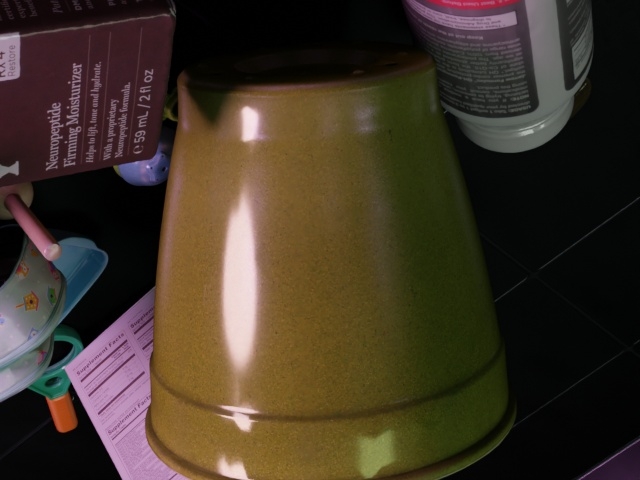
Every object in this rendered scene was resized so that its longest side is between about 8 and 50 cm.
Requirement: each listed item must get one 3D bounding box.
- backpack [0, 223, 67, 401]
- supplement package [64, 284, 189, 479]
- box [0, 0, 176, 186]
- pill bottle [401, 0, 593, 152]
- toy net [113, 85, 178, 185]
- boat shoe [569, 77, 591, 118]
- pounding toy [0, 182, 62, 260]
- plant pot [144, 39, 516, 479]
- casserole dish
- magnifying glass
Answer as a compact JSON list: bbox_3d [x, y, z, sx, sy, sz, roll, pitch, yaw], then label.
[{"bbox_3d":[-0.335,0.078,1.222,0.188,0.166,0.144,-34,116,12],"label":"backpack"},{"bbox_3d":[-0.128,0.208,1.495,0.198,0.263,0.199,-41,149,9],"label":"supplement package"},{"bbox_3d":[-0.241,-0.158,0.981,0.203,0.167,0.168,-13,146,-23],"label":"box"},{"bbox_3d":[0.172,-0.221,1.210,0.176,0.176,0.318,-28,149,-1],"label":"pill bottle"},{"bbox_3d":[-0.102,-0.100,1.306,0.232,0.045,0.122,6,114,-47],"label":"toy net"},{"bbox_3d":[0.277,-0.188,1.480,0.056,0.048,0.153,-48,152,8],"label":"boat shoe"},{"bbox_3d":[-0.372,-0.014,1.125,0.236,0.183,0.110,-24,118,-13],"label":"pounding toy"},{"bbox_3d":[0.000,0.000,1.192,0.366,0.366,0.353,-12,109,-25],"label":"plant pot"},{"bbox_3d":[-0.311,0.047,1.354,0.114,0.037,0.188,11,131,-46],"label":"casserole dish"},{"bbox_3d":[-0.328,0.173,1.540,0.092,0.026,0.231,-20,146,-15],"label":"magnifying glass"}]
